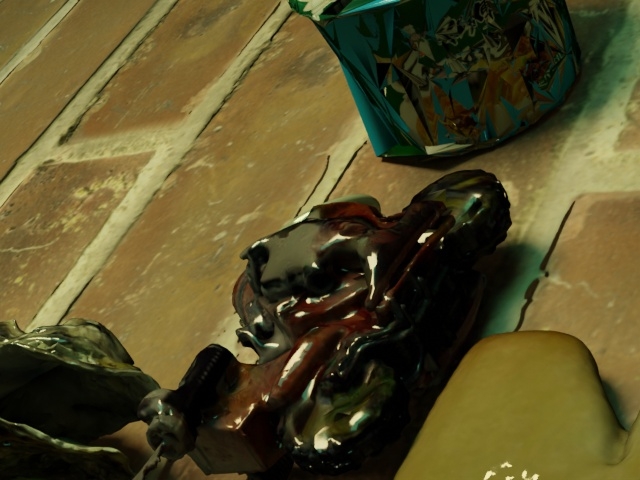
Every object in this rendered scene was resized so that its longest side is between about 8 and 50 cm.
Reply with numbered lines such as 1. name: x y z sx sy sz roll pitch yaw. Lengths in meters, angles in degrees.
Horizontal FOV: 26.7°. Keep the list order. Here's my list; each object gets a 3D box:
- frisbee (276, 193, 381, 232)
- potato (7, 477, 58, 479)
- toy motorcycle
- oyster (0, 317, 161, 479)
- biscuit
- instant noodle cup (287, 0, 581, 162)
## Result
1. frisbee: 0.000 0.000 1.063 0.110 0.110 0.014 -30 69 2
2. potato: -0.281 0.256 0.881 0.300 0.140 0.173 -24 18 2
3. toy motorcycle: -0.018 0.088 0.902 0.207 0.134 0.401 -7 36 36
4. oyster: -0.237 0.120 1.004 0.158 0.162 0.351 -49 23 -22
5. biscuit: 0.132 0.155 0.742 0.237 0.062 0.290 -3 39 41
6. instant noodle cup: 0.109 -0.191 1.155 0.240 0.178 0.240 -23 31 15
